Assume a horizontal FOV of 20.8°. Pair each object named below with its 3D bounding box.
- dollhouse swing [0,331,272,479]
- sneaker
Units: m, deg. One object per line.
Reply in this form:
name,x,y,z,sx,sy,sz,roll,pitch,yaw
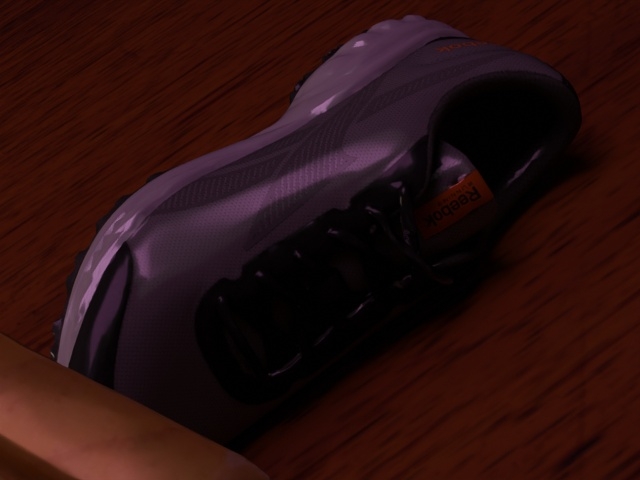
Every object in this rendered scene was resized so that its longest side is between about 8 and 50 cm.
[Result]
dollhouse swing,-0.092,0.252,0.397,0.347,0.305,0.315,-49,-10,-32
sneaker,0.000,-0.001,0.707,0.271,0.100,0.108,-44,34,-25
